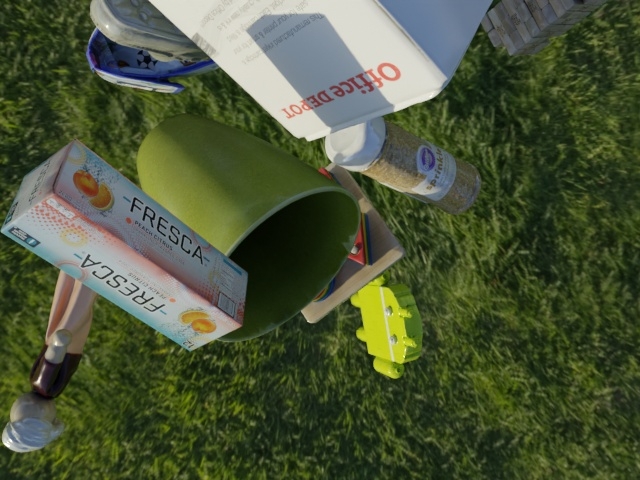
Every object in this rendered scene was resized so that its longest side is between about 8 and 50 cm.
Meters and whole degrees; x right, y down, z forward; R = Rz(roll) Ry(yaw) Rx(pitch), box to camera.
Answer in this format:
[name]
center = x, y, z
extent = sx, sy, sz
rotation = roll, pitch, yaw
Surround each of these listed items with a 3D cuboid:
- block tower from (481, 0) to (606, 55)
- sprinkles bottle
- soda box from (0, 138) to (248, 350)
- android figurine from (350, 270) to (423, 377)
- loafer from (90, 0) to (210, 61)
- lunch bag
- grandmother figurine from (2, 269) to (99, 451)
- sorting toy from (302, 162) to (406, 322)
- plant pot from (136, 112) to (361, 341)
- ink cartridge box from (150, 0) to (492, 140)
[block tower]
center = 0.419, -0.422, 1.076
extent = 0.335, 0.097, 0.091
rotation = -36, 75, 48
[sprinkles bottle]
center = 0.175, -0.156, 1.367
extent = 0.355, 0.121, 0.121
rotation = 19, 102, -39
[soda box]
center = -0.137, 0.011, 0.510
extent = 0.063, 0.058, 0.183
rotation = -27, 130, 26
[android figurine]
center = 0.144, 0.179, 1.498
extent = 0.056, 0.273, 0.248
rotation = -11, 95, -21
[loafer]
center = -0.209, -0.294, 0.946
extent = 0.111, 0.319, 0.112
rotation = -33, 88, 26
[lunch bag]
center = -0.338, -0.461, 1.537
extent = 0.385, 0.328, 0.239
rotation = -25, 107, -12
[grandmother figurine]
center = -0.429, 0.178, 1.119
extent = 0.104, 0.208, 0.343
rotation = 18, 78, 2
[sorting toy]
center = 0.000, 0.000, 1.427
extent = 0.257, 0.089, 0.256
rotation = -38, 74, 13
[plant pot]
center = -0.138, -0.052, 0.994
extent = 0.275, 0.274, 0.293
rotation = -49, 62, 8
[ink cartridge box]
center = -0.039, -0.221, 0.497
extent = 0.283, 0.207, 0.117
rotation = 40, 68, -24
